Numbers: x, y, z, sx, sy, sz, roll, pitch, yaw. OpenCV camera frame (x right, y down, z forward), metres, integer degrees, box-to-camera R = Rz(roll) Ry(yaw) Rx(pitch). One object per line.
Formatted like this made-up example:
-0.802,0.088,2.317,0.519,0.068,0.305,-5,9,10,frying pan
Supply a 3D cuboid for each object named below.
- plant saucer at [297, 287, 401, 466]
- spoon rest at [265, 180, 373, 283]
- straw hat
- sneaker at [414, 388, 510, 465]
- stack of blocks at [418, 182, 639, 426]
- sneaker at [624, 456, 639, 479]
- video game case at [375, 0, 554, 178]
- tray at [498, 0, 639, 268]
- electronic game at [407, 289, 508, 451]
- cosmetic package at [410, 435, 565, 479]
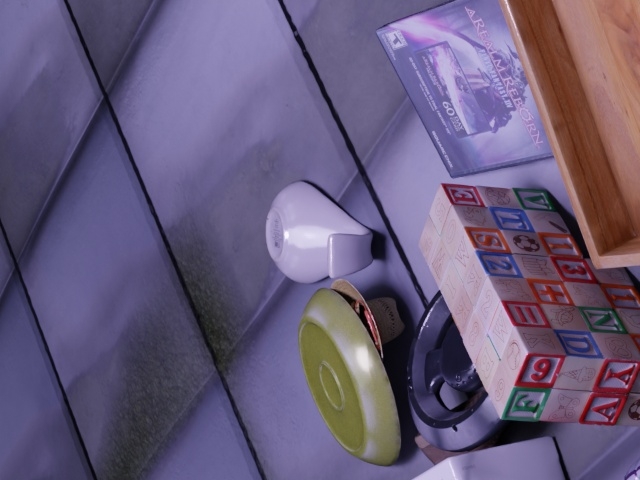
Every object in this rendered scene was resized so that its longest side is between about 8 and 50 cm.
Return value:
0.028,0.178,2.252,0.241,0.037,0.241,53,155,39,plant saucer
0.000,0.000,2.306,0.276,0.084,0.137,-156,65,-68,spoon rest
0.070,0.101,2.209,0.144,0.061,0.144,54,156,38,straw hat
0.189,0.219,2.074,0.071,0.066,0.188,52,141,-2,sneaker
0.231,0.062,1.858,0.297,0.171,0.087,-112,33,-51,stack of blocks
0.381,0.185,1.766,0.224,0.083,0.098,-41,39,49,sneaker
0.179,-0.171,1.946,0.196,0.026,0.274,62,154,-10,video game case
0.288,-0.180,1.727,0.203,0.076,0.411,-8,106,57,tray
0.172,0.127,2.023,0.229,0.048,0.229,-37,43,45,electronic game
0.141,0.395,2.084,0.385,0.156,0.217,-40,63,54,cosmetic package
